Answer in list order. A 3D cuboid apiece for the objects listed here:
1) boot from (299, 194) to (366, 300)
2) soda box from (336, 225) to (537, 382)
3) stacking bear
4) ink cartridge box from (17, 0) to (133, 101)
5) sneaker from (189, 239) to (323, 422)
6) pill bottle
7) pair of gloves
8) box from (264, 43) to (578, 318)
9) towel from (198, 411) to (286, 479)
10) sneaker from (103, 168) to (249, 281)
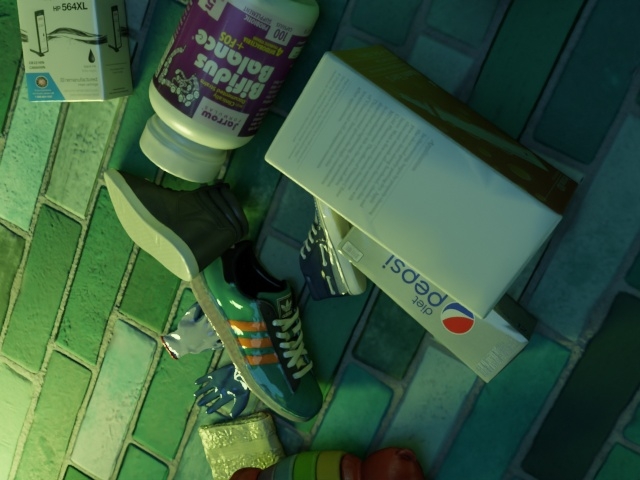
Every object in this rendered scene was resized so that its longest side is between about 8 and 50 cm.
[{"bbox_3d":[0.000,0.000,1.330,0.086,0.069,0.190,-13,100,21],"label":"boot"},{"bbox_3d":[0.166,0.063,1.266,0.286,0.098,0.091,41,113,6],"label":"soda box"},{"bbox_3d":[0.022,0.399,1.383,0.289,0.164,0.175,-16,108,13],"label":"stacking bear"},{"bbox_3d":[-0.383,-0.322,1.389,0.148,0.086,0.203,2,105,21],"label":"ink cartridge box"},{"bbox_3d":[-0.077,0.137,1.377,0.121,0.108,0.302,-37,87,30],"label":"sneaker"},{"bbox_3d":[-0.140,-0.238,1.269,0.169,0.169,0.302,35,114,10],"label":"pill bottle"},{"bbox_3d":[-0.171,0.197,1.478,0.159,0.023,0.198,-31,90,27],"label":"pair of gloves"},{"bbox_3d":[0.139,-0.090,1.172,0.345,0.215,0.168,37,114,8],"label":"box"},{"bbox_3d":[-0.131,0.350,1.500,0.148,0.027,0.110,-17,98,25],"label":"towel"},{"bbox_3d":[-0.222,-0.051,1.398,0.295,0.147,0.105,36,146,41],"label":"sneaker"}]
